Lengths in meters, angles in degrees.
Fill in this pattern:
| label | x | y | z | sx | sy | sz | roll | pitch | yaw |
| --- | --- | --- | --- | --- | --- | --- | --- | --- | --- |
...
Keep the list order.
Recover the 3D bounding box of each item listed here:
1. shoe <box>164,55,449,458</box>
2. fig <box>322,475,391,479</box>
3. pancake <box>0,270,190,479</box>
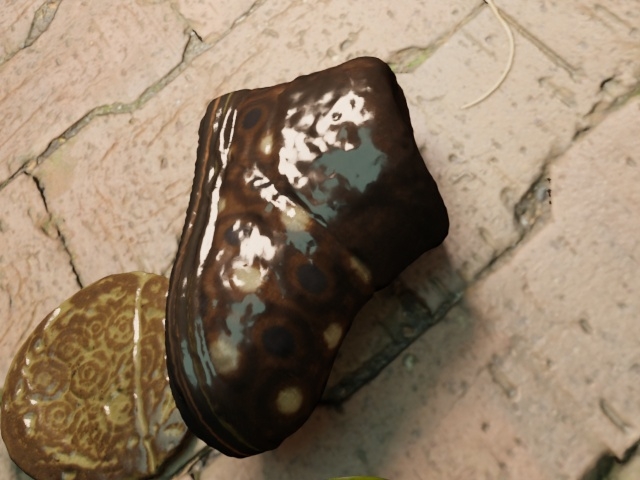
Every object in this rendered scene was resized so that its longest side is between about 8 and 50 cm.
| label | x | y | z | sx | sy | sz | roll | pitch | yaw |
| --- | --- | --- | --- | --- | --- | --- | --- | --- | --- |
| shoe | 0.000 | 0.000 | 0.757 | 0.237 | 0.171 | 0.383 | -14 | 51 | 22 |
| fig | 0.062 | 0.254 | 0.606 | 0.234 | 0.167 | 0.167 | 2 | 62 | -1 |
| pancake | -0.230 | 0.144 | 0.867 | 0.250 | 0.031 | 0.250 | -10 | 60 | 18 |
